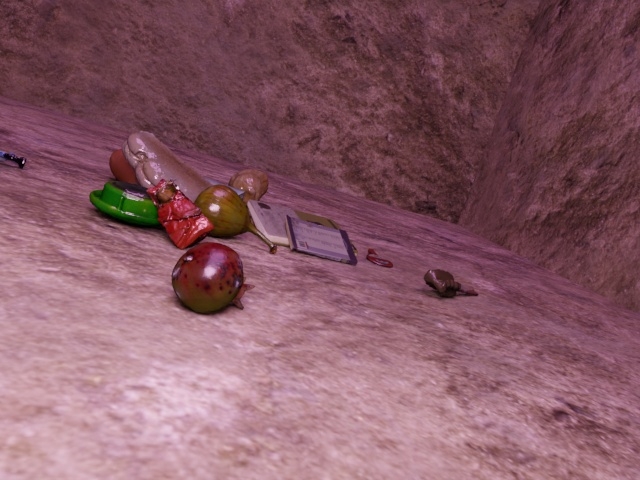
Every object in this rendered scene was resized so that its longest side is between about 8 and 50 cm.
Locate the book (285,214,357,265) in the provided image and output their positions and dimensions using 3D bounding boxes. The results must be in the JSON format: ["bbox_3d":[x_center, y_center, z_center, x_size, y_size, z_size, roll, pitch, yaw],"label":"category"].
[{"bbox_3d":[0.000,0.001,1.535,0.231,0.026,0.158,14,37,-25],"label":"book"}]

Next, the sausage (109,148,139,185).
[{"bbox_3d":[-0.608,-0.223,1.590,0.121,0.121,0.304,7,16,-41],"label":"sausage"}]

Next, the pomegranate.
[{"bbox_3d":[-0.182,0.071,0.862,0.159,0.130,0.129,21,9,-26],"label":"pomegranate"}]

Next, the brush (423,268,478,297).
[{"bbox_3d":[0.431,0.153,1.547,0.301,0.071,0.084,18,24,-47],"label":"brush"}]

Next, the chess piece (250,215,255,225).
[{"bbox_3d":[-0.254,-0.064,1.574,0.083,0.038,0.084,19,13,-4],"label":"chess piece"}]

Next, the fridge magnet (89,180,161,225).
[{"bbox_3d":[-0.485,-0.094,1.246,0.207,0.088,0.208,21,9,-4],"label":"fridge magnet"}]

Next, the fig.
[{"bbox_3d":[-0.228,-0.061,1.359,0.259,0.152,0.151,20,11,-6],"label":"fig"}]

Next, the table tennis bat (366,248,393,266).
[{"bbox_3d":[0.201,0.063,1.711,0.098,0.019,0.155,14,15,-17],"label":"table tennis bat"}]

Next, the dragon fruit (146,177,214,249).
[{"bbox_3d":[-0.343,-0.080,1.202,0.192,0.092,0.122,53,14,11],"label":"dragon fruit"}]

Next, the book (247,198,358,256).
[{"bbox_3d":[-0.063,-0.043,1.624,0.352,0.035,0.239,11,28,-31],"label":"book"}]

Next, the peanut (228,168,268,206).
[{"bbox_3d":[-0.302,-0.213,1.962,0.159,0.143,0.291,-15,15,8],"label":"peanut"}]

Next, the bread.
[{"bbox_3d":[-0.433,-0.170,1.407,0.337,0.102,0.183,42,17,-26],"label":"bread"}]

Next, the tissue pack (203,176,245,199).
[{"bbox_3d":[-0.418,-0.173,1.724,0.263,0.089,0.177,20,13,0],"label":"tissue pack"}]

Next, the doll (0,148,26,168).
[{"bbox_3d":[-0.949,-0.254,1.368,0.195,0.070,0.096,17,-6,-39],"label":"doll"}]
